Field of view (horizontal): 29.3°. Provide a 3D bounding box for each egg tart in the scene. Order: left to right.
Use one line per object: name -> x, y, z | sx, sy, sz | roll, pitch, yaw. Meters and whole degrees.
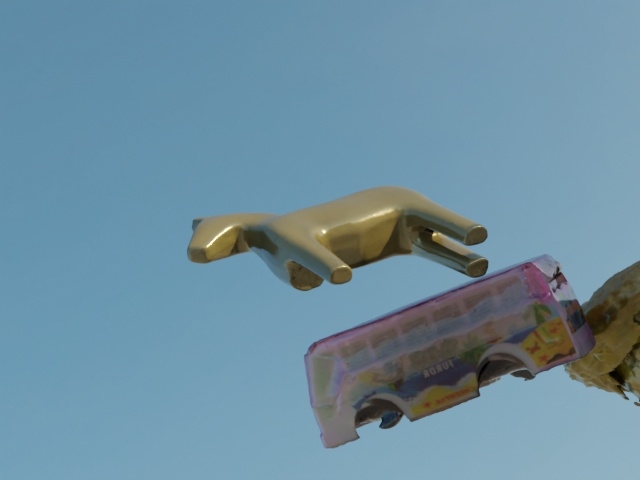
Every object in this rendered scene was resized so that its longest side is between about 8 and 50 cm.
egg tart -> 0.380, 0.087, 1.205 | 0.294, 0.123, 0.294 | -16, -26, -8

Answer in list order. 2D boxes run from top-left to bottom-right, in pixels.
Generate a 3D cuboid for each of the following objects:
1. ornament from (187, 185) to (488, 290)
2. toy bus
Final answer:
ornament -> 0.000, 0.000, 1.161 | 0.230, 0.245, 0.061 | -16, -67, -23
toy bus -> 0.115, 0.108, 1.163 | 0.274, 0.112, 0.090 | -23, -2, 23
